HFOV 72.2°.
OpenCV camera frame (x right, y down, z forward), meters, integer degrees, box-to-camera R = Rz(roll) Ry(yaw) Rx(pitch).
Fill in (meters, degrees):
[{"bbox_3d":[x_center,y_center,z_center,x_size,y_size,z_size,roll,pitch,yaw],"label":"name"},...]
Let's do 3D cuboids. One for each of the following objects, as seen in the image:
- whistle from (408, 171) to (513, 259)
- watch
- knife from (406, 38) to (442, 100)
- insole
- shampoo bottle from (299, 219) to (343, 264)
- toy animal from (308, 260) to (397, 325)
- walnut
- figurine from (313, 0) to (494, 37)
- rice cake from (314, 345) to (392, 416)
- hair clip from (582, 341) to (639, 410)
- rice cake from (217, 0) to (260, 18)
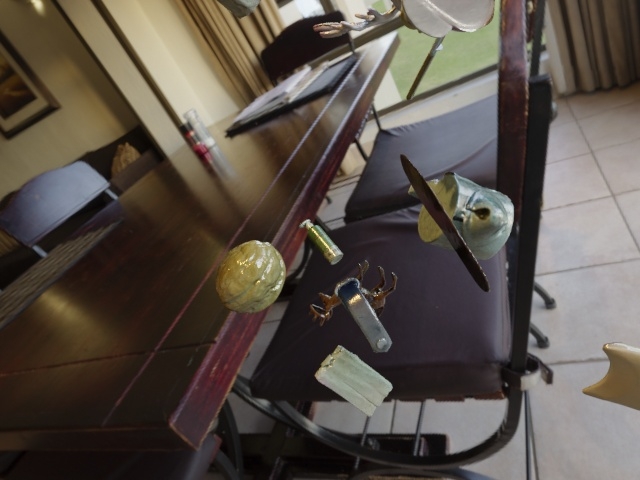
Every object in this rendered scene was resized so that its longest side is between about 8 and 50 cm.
[{"bbox_3d":[0.369,-0.100,1.202,0.404,0.168,0.188,-95,27,-57],"label":"whistle"},{"bbox_3d":[0.106,0.184,1.120,0.068,0.206,0.193,-33,14,-1],"label":"watch"},{"bbox_3d":[0.287,-0.477,1.069,0.061,0.027,0.343,-55,-5,-39],"label":"knife"},{"bbox_3d":[0.226,-0.043,0.825,0.007,0.111,0.327,-27,62,3],"label":"insole"},{"bbox_3d":[0.000,0.000,1.666,0.065,0.065,0.204,-36,66,-10],"label":"shampoo bottle"},{"bbox_3d":[0.111,0.192,1.448,0.087,0.244,0.259,-97,30,-69],"label":"toy animal"},{"bbox_3d":[-0.082,0.043,0.515,0.092,0.092,0.092,-24,27,13],"label":"walnut"},{"bbox_3d":[0.147,-0.505,0.864,0.285,0.206,0.315,-2,25,-11],"label":"figurine"},{"bbox_3d":[0.090,0.379,1.189,0.124,0.211,0.038,-53,18,6],"label":"rice cake"},{"bbox_3d":[0.703,0.268,0.875,0.282,0.172,0.113,-12,39,-6],"label":"hair clip"},{"bbox_3d":[-0.189,-0.396,0.587,0.057,0.256,0.052,8,80,45],"label":"rice cake"}]
